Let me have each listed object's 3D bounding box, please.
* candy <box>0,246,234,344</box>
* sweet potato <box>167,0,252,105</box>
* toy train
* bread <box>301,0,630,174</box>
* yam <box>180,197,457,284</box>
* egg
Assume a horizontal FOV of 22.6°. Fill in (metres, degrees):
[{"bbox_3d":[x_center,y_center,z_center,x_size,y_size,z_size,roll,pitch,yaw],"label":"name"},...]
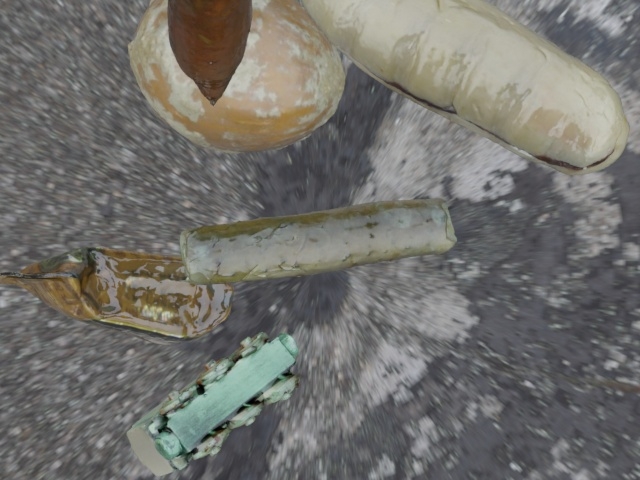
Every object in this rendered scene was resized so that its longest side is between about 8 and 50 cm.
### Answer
[{"bbox_3d":[-0.233,0.058,1.847,0.271,0.143,0.101,12,76,-34],"label":"candy"},{"bbox_3d":[-0.070,-0.160,1.002,0.057,0.264,0.057,1,63,-3],"label":"sweet potato"},{"bbox_3d":[-0.108,0.165,1.668,0.194,0.125,0.081,-37,96,-32],"label":"toy train"},{"bbox_3d":[0.067,-0.098,0.864,0.214,0.073,0.053,32,48,9],"label":"bread"},{"bbox_3d":[0.000,0.000,1.708,0.317,0.067,0.071,-7,82,-21],"label":"yam"},{"bbox_3d":[-0.094,-0.196,1.788,0.245,0.203,0.203,20,89,1],"label":"egg"}]
